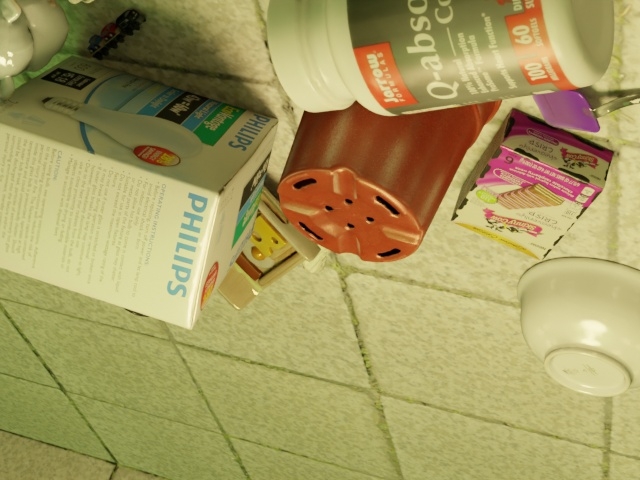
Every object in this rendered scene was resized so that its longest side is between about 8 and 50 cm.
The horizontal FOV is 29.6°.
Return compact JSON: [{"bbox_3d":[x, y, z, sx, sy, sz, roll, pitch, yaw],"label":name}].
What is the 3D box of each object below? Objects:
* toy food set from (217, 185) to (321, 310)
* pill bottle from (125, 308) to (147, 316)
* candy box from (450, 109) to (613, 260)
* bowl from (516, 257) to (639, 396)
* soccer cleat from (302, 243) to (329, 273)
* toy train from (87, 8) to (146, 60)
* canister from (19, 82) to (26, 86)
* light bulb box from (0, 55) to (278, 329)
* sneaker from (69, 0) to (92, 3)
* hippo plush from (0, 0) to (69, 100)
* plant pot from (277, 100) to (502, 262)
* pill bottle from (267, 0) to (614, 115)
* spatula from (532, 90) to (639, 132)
[{"bbox_3d":[-0.149,-0.003,2.119,0.220,0.092,0.306,47,148,-5],"label":"toy food set"},{"bbox_3d":[-0.272,0.033,2.096,0.123,0.123,0.219,31,138,-13],"label":"pill bottle"},{"bbox_3d":[0.302,-0.075,1.766,0.159,0.071,0.233,23,151,-1],"label":"candy box"},{"bbox_3d":[0.453,0.165,1.993,0.298,0.134,0.298,17,150,11],"label":"bowl"},{"bbox_3d":[0.000,0.000,2.113,0.076,0.068,0.196,12,146,14],"label":"soccer cleat"},{"bbox_3d":[-0.317,-0.315,1.853,0.036,0.027,0.158,39,147,-20],"label":"toy train"},{"bbox_3d":[-0.429,-0.205,2.068,0.170,0.073,0.126,11,149,23],"label":"canister"},{"bbox_3d":[-0.290,-0.085,1.812,0.361,0.358,0.225,17,115,4],"label":"light bulb box"},{"bbox_3d":[-0.286,-0.367,1.648,0.262,0.121,0.099,6,146,27],"label":"sneaker"},{"bbox_3d":[-0.492,-0.330,1.699,0.236,0.294,0.234,14,115,28],"label":"hippo plush"},{"bbox_3d":[0.078,-0.132,1.631,0.272,0.265,0.272,18,150,11],"label":"plant pot"},{"bbox_3d":[0.136,-0.256,1.400,0.363,0.210,0.210,-6,140,29],"label":"pill bottle"},{"bbox_3d":[0.407,-0.178,1.561,0.296,0.030,0.084,-2,140,38],"label":"spatula"}]
